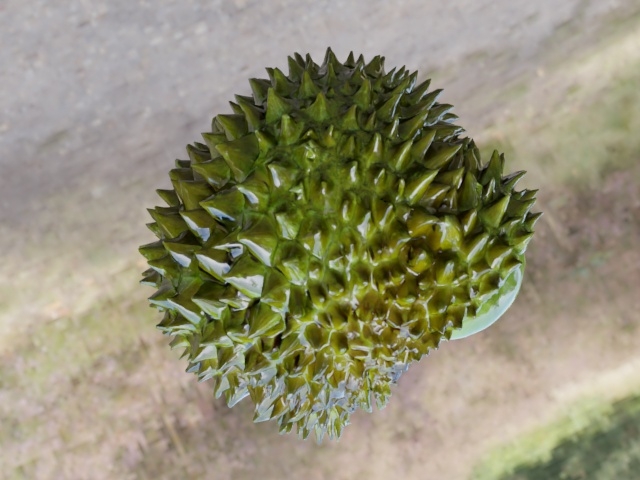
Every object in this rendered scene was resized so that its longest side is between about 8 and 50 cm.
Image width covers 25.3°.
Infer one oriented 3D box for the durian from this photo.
[{"bbox_3d":[0.000,-0.001,0.762,0.200,0.176,0.237,-46,-178,-11],"label":"durian"}]
